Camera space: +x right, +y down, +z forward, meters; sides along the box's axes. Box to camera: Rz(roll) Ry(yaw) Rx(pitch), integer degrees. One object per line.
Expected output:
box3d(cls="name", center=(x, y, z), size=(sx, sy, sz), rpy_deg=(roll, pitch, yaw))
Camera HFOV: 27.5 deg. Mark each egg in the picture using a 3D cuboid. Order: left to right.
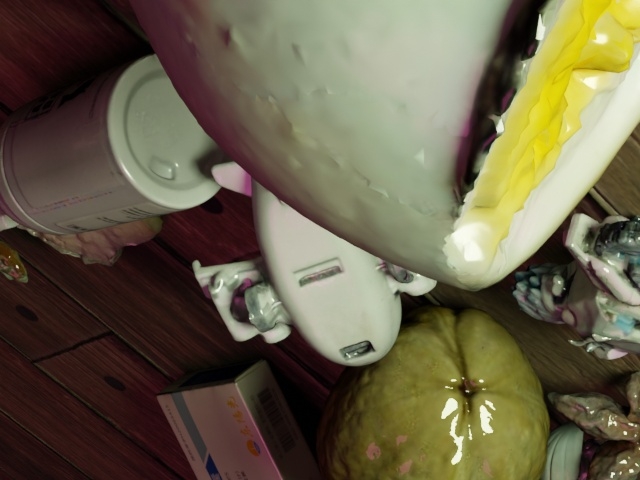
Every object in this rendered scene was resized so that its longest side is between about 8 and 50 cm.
box3d(cls="egg", center=(0.034, -0.196, 0.704), size=(0.340, 0.354, 0.354), rpy_deg=(34, 152, 18))

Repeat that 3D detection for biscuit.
box3d(cls="biscuit", center=(-0.290, -0.036, 1.505), size=(0.265, 0.040, 0.188), rpy_deg=(9, 141, 32))

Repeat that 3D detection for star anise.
box3d(cls="star anise", center=(0.317, 0.219, 1.182), size=(0.218, 0.148, 0.227), rpy_deg=(20, -173, -2))

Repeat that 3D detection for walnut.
box3d(cls="walnut", center=(0.114, 0.196, 1.306), size=(0.227, 0.283, 0.283), rpy_deg=(2, 149, -7))

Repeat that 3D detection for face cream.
box3d(cls="face cream", center=(-0.251, -0.077, 1.304), size=(0.369, 0.145, 0.145), rpy_deg=(-10, 131, 46))

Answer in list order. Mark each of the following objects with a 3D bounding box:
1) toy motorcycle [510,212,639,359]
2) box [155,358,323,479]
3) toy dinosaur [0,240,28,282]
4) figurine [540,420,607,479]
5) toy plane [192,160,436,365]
box3d(cls="toy motorcycle", center=(0.238, 0.044, 1.097), size=(0.204, 0.108, 0.239), rpy_deg=(6, 141, 36))
box3d(cls="box", center=(-0.070, 0.326, 1.690), size=(0.200, 0.065, 0.343), rpy_deg=(-16, 102, 52))
box3d(cls="toy dinosaur", center=(-0.551, -0.049, 1.660), size=(0.393, 0.092, 0.205), rpy_deg=(40, 148, -13))
box3d(cls="figurine", center=(0.267, 0.222, 1.347), size=(0.082, 0.086, 0.094), rpy_deg=(34, -170, -19))
box3d(cls="toy plane", center=(0.000, 0.002, 1.185), size=(0.252, 0.118, 0.252), rpy_deg=(2, 114, 5))
